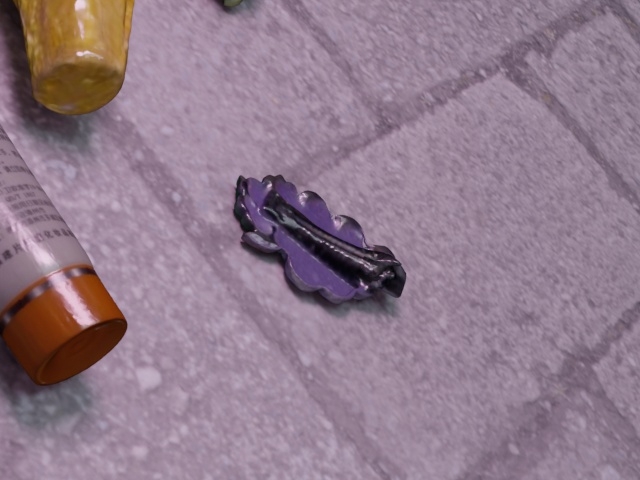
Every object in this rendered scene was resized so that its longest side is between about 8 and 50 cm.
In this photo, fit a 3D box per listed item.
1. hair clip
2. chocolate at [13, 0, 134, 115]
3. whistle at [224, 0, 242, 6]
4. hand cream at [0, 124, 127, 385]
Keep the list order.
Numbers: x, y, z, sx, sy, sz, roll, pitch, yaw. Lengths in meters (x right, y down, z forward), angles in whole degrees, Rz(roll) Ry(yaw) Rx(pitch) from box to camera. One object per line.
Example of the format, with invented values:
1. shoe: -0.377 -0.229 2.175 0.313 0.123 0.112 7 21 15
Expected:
1. hair clip: 0.001 -0.002 1.484 0.195 0.052 0.124 31 35 -14
2. chocolate: -0.245 -0.308 1.449 0.162 0.162 0.445 15 52 -36
3. whistle: -0.088 -0.346 1.657 0.085 0.105 0.227 5 47 -4
4. hand cream: -0.272 -0.034 1.217 0.140 0.089 0.314 -11 62 -50
